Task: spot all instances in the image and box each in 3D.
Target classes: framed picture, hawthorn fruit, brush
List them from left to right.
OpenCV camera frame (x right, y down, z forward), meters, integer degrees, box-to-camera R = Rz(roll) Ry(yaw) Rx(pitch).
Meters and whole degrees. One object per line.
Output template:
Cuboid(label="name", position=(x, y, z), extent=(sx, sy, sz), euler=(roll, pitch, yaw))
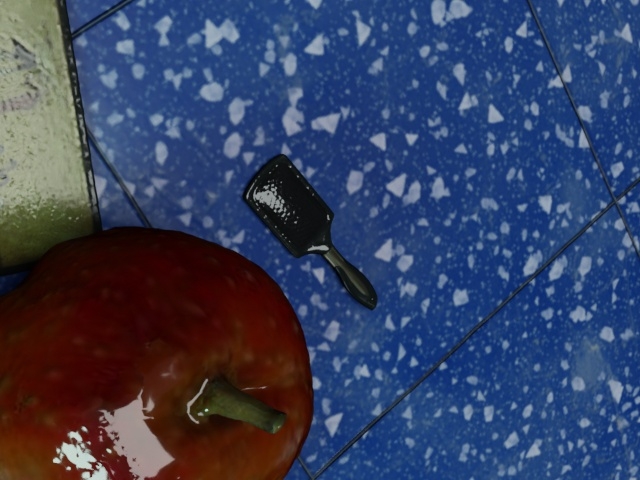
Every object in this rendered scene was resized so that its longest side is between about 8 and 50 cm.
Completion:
Cuboid(label="framed picture", position=(-0.348, -0.079, 0.820), extent=(0.338, 0.014, 0.255), euler=(-13, 103, -29))
Cuboid(label="hawthorn fruit", position=(-0.124, 0.120, 0.796), extent=(0.287, 0.330, 0.287), euler=(2, 86, -36))
Cuboid(label="brush", position=(0.000, 0.000, 1.037), extent=(0.063, 0.016, 0.193), euler=(-48, 117, -16))
